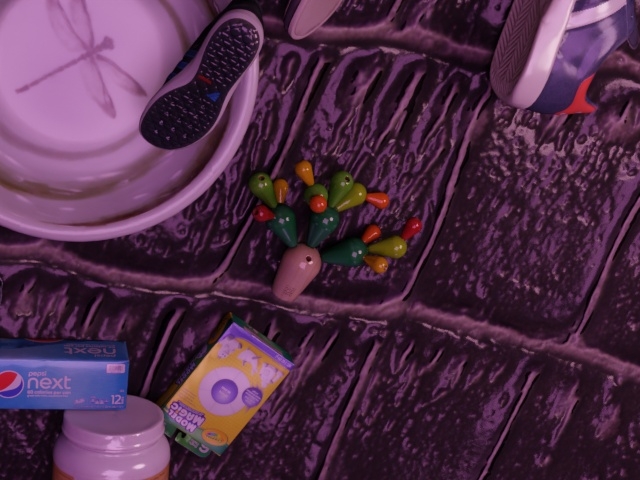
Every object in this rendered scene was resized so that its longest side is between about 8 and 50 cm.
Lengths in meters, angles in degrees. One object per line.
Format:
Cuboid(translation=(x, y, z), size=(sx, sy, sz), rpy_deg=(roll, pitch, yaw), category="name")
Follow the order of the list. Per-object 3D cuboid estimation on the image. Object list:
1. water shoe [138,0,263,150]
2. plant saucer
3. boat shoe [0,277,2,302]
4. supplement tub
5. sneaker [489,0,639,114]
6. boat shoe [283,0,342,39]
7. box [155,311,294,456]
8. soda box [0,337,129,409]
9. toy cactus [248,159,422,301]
Cuboid(translation=(-0.122, -0.179, 1.481), size=(0.073, 0.080, 0.203), rpy_deg=(36, 123, -17), category="water shoe")
Cuboid(translation=(-0.273, -0.201, 1.531), size=(0.400, 0.100, 0.401), rpy_deg=(-3, 108, -11), category="plant saucer")
Cuboid(translation=(-0.409, 0.029, 1.602), size=(0.083, 0.065, 0.183), rpy_deg=(15, 111, -17), category="boat shoe")
Cuboid(translation=(-0.260, 0.305, 1.677), size=(0.144, 0.144, 0.200), rpy_deg=(2, 108, -12), category="supplement tub")
Cuboid(translation=(0.330, -0.312, 1.613), size=(0.148, 0.131, 0.350), rpy_deg=(14, 111, -23), category="sneaker")
Cuboid(translation=(0.005, -0.334, 1.577), size=(0.065, 0.075, 0.206), rpy_deg=(36, 108, 23), category="boat shoe")
Cuboid(translation=(-0.129, 0.191, 1.722), size=(0.105, 0.043, 0.179), rpy_deg=(36, 99, -19), category="box")
Cuboid(translation=(-0.341, 0.162, 1.652), size=(0.210, 0.071, 0.067), rpy_deg=(3, 107, -12), category="soda box")
Cuboid(translation=(0.000, 0.000, 1.662), size=(0.219, 0.112, 0.180), rpy_deg=(19, 113, -25), category="toy cactus")
